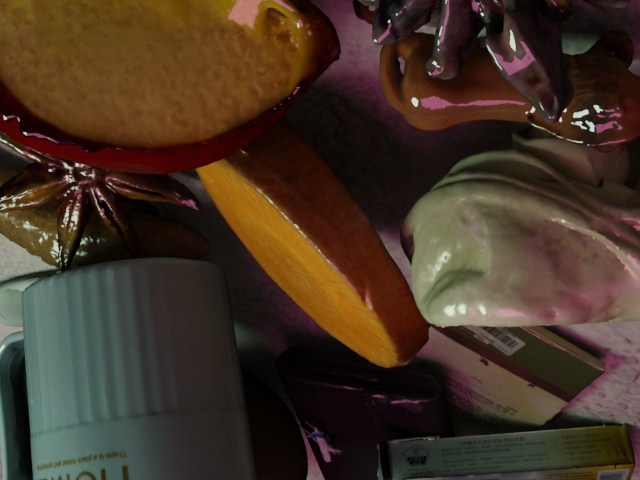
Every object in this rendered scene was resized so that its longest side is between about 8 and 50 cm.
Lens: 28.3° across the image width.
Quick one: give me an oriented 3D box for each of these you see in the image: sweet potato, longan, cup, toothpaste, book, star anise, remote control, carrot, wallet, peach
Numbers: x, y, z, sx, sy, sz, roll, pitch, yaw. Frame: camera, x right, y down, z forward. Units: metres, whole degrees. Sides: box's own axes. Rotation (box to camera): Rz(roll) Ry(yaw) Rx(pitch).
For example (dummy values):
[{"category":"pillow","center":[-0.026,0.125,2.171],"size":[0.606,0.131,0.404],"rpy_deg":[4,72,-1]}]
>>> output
[{"category":"sweet potato","center":[-0.292,-0.008,1.524],"size":[0.341,0.092,0.114],"rpy_deg":[18,129,10]},{"category":"longan","center":[-0.149,0.283,1.692],"size":[0.258,0.258,0.258],"rpy_deg":[13,141,11]},{"category":"cup","center":[-0.224,0.200,1.492],"size":[0.256,0.311,0.331],"rpy_deg":[-2,168,-26]},{"category":"toothpaste","center":[0.227,0.287,1.580],"size":[0.312,0.071,0.089],"rpy_deg":[-4,139,-1]},{"category":"book","center":[0.199,0.174,1.575],"size":[0.201,0.026,0.289],"rpy_deg":[29,142,-5]},{"category":"star anise","center":[-0.263,-0.093,1.433],"size":[0.271,0.102,0.272],"rpy_deg":[-1,117,-3]},{"category":"star anise","center":[0.119,-0.262,1.031],"size":[0.315,0.139,0.360],"rpy_deg":[-22,95,26]},{"category":"remote control","center":[-0.363,0.086,1.730],"size":[0.256,0.045,0.097],"rpy_deg":[-10,131,37]},{"category":"carrot","center":[0.000,0.000,1.299],"size":[0.307,0.100,0.258],"rpy_deg":[47,170,12]},{"category":"wallet","center":[0.087,0.294,1.717],"size":[0.228,0.062,0.406],"rpy_deg":[11,144,26]},{"category":"peach","center":[-0.163,-0.191,1.191],"size":[0.361,0.258,0.201],"rpy_deg":[6,179,-2]}]

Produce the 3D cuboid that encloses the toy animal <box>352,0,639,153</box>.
[{"category":"toy animal","center":[0.165,-0.144,1.122],"size":[0.312,0.158,0.097],"rpy_deg":[3,137,21]}]

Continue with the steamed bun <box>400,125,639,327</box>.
[{"category":"steamed bun","center":[0.215,-0.022,1.194],"size":[0.280,0.207,0.268],"rpy_deg":[-3,178,2]}]

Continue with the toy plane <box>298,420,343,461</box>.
[{"category":"toy plane","center":[0.003,0.266,1.664],"size":[0.078,0.024,0.084],"rpy_deg":[26,160,36]}]

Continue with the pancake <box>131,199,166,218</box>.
[{"category":"pancake","center":[-0.236,-0.042,1.541],"size":[0.108,0.017,0.108],"rpy_deg":[15,145,11]}]
